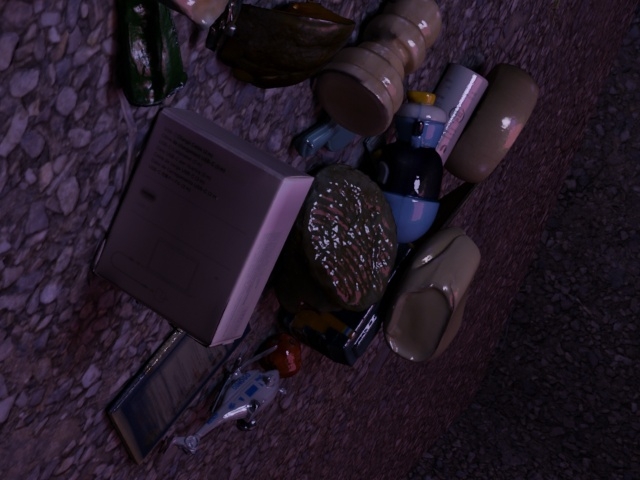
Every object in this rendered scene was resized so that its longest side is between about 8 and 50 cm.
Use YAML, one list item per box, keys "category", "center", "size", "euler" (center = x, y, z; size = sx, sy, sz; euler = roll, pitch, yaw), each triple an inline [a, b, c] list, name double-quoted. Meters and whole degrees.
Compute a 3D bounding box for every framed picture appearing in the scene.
- category: "framed picture"
  center: [0.230, -0.008, 2.441]
  size: [0.339, 0.014, 0.255]
  euler: [-50, -175, -23]

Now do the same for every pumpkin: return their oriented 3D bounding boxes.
- category: "pumpkin"
  center: [-0.029, -0.256, 1.496]
  size: [0.254, 0.149, 0.130]
  euler: [-19, 127, -61]

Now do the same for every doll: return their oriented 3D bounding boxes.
- category: "doll"
  center: [0.162, -0.123, 2.050]
  size: [0.177, 0.141, 0.314]
  euler: [-29, 129, -84]

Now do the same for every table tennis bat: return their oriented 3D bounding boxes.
- category: "table tennis bat"
  center: [0.029, -0.203, 1.852]
  size: [0.237, 0.038, 0.149]
  euler: [-44, 156, -46]

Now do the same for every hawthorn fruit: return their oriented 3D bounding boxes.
- category: "hawthorn fruit"
  center: [-0.074, 0.222, 2.115]
  size: [0.093, 0.093, 0.093]
  euler: [-48, 156, -29]

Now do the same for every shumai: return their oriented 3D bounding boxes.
- category: "shumai"
  center: [0.000, 0.000, 1.957]
  size: [0.222, 0.203, 0.272]
  euler: [10, 84, -39]

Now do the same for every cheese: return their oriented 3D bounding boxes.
- category: "cheese"
  center: [0.223, 0.110, 2.142]
  size: [0.233, 0.127, 0.266]
  euler: [-45, 156, -51]

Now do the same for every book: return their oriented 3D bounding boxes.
- category: "book"
  center: [-0.229, 0.211, 1.835]
  size: [0.322, 0.018, 0.228]
  euler: [-50, 157, -25]

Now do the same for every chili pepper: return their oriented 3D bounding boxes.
- category: "chili pepper"
  center: [-0.192, -0.264, 1.242]
  size: [0.088, 0.059, 0.227]
  euler: [-42, 150, -39]

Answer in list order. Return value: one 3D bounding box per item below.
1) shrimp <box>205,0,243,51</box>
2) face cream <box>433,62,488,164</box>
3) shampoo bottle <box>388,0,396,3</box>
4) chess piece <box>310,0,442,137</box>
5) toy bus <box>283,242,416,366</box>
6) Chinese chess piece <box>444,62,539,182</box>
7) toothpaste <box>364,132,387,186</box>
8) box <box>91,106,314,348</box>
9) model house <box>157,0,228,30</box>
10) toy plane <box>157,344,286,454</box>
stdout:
- category: "shrimp"
  center: [-0.133, -0.325, 1.306]
  size: [0.150, 0.051, 0.217]
  euler: [-25, 136, -48]
- category: "face cream"
  center: [0.231, -0.208, 2.229]
  size: [0.311, 0.092, 0.092]
  euler: [-60, 159, 4]
- category: "shampoo bottle"
  center: [0.156, -0.488, 1.696]
  size: [0.246, 0.080, 0.079]
  euler: [-62, 158, 6]
- category: "chess piece"
  center: [0.111, -0.307, 1.777]
  size: [0.261, 0.142, 0.143]
  euler: [-55, 159, -26]
- category: "toy bus"
  center: [0.063, 0.100, 2.148]
  size: [0.275, 0.167, 0.138]
  euler: [-54, 160, -14]
- category: "Chinese chess piece"
  center: [0.359, -0.250, 2.325]
  size: [0.273, 0.102, 0.273]
  euler: [-60, -176, 7]
- category: "toothpaste"
  center: [0.119, -0.153, 2.127]
  size: [0.056, 0.036, 0.205]
  euler: [-54, 153, -19]
- category: "box"
  center: [-0.157, -0.018, 1.432]
  size: [0.106, 0.203, 0.252]
  euler: [-8, 125, -65]
- category: "model house"
  center: [-0.173, -0.401, 0.978]
  size: [0.267, 0.194, 0.325]
  euler: [-57, 146, -1]
- category: "toy plane"
  center: [-0.162, 0.302, 1.972]
  size: [0.182, 0.107, 0.273]
  euler: [-55, 169, 26]
